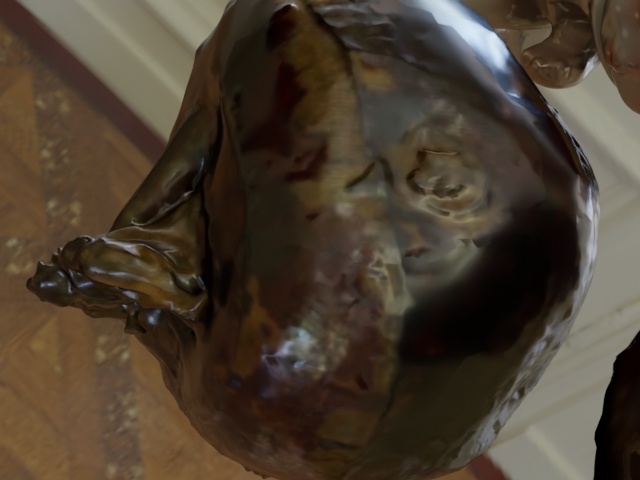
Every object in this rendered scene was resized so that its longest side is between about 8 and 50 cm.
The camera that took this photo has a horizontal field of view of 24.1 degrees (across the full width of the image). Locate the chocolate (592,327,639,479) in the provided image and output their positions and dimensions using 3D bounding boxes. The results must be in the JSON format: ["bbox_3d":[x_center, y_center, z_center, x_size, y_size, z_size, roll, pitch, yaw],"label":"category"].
[{"bbox_3d":[0.314,0.087,0.438,0.384,0.331,0.383,32,38,-29],"label":"chocolate"}]

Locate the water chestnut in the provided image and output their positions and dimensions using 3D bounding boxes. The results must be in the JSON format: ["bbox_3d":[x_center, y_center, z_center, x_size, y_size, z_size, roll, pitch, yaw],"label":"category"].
[{"bbox_3d":[0.000,0.000,0.629,0.238,0.223,0.223,5,62,-18],"label":"water chestnut"}]

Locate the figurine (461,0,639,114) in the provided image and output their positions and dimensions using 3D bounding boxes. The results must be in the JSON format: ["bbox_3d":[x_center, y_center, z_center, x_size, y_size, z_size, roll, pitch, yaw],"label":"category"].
[{"bbox_3d":[0.171,-0.106,0.708,0.145,0.182,0.257,-11,33,-38],"label":"figurine"}]
